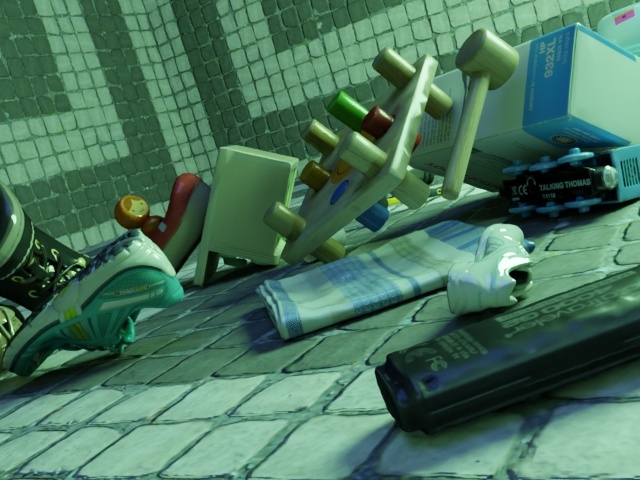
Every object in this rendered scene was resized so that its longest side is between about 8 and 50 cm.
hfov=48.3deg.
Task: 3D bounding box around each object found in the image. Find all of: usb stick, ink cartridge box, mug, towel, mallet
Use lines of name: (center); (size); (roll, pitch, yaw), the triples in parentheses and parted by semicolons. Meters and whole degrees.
usb stick: (0.172, 0.054, 0.448); (0.278, 0.045, 0.077); (-18, 15, -7)
ink cartridge box: (0.301, -0.167, 1.015); (0.223, 0.129, 0.307); (13, -11, -32)
mug: (0.001, -0.003, 1.117); (0.064, 0.062, 0.078); (-12, 12, -25)
towel: (0.070, 0.035, 0.812); (0.285, 0.034, 0.209); (-18, 9, -7)
mallet: (0.161, -0.069, 1.326); (0.189, 0.062, 0.039); (-5, 1, -35)

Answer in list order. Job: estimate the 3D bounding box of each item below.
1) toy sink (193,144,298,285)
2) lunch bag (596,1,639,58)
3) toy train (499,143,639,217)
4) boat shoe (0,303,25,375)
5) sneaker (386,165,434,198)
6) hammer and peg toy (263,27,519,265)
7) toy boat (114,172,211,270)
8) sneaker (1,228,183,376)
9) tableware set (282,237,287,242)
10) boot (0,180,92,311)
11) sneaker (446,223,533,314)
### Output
toy sink: (-0.119, -0.034, 1.215); (0.131, 0.234, 0.153); (13, 9, 0)
lunch bag: (0.533, -0.241, 1.040); (0.224, 0.108, 0.279); (-10, -29, 40)
toy train: (0.312, -0.073, 0.900); (0.105, 0.080, 0.184); (-11, 3, -26)
boat shoe: (-0.460, 0.128, 0.964); (0.110, 0.122, 0.341); (-21, 8, -18)
sneaker: (0.177, -0.165, 1.688); (0.147, 0.104, 0.296); (-17, 14, -9)
hammer and peg toy: (0.078, -0.129, 0.940); (0.361, 0.127, 0.266); (-37, 25, 47)
toy boat: (-0.286, -0.023, 1.231); (0.231, 0.151, 0.151); (-53, 4, 8)
sneaker: (-0.283, 0.100, 0.868); (0.275, 0.110, 0.107); (-34, 16, 24)
tableware set: (-0.029, -0.014, 1.361); (0.154, 0.024, 0.104); (-16, 8, 12)
boot: (-0.418, 0.031, 1.008); (0.377, 0.284, 0.138); (6, 64, 44)
sneaker: (0.166, 0.027, 0.643); (0.061, 0.054, 0.152); (-1, 22, 31)
